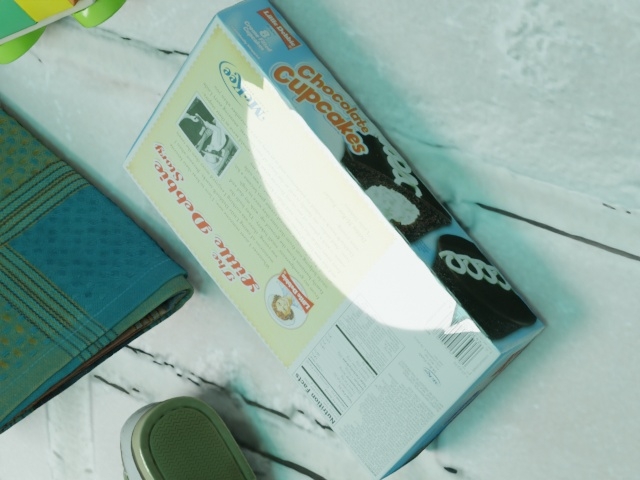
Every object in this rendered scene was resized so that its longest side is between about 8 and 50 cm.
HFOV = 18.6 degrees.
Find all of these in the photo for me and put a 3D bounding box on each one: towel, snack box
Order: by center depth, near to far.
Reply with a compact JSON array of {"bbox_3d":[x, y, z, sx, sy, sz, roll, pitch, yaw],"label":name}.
[{"bbox_3d":[0.000,0.000,1.433,0.322,0.060,0.187,51,135,12],"label":"snack box"},{"bbox_3d":[-0.319,0.002,1.592,0.370,0.271,0.040,40,149,24],"label":"towel"}]

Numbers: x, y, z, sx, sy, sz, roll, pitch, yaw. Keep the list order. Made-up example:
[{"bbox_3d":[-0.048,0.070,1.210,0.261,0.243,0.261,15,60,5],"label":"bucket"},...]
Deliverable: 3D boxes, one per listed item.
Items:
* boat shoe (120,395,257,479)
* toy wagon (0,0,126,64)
[{"bbox_3d":[-0.077,0.272,1.619,0.103,0.113,0.302,-22,90,66],"label":"boat shoe"},{"bbox_3d":[-0.260,-0.258,1.457,0.344,0.068,0.267,-14,130,46],"label":"toy wagon"}]
